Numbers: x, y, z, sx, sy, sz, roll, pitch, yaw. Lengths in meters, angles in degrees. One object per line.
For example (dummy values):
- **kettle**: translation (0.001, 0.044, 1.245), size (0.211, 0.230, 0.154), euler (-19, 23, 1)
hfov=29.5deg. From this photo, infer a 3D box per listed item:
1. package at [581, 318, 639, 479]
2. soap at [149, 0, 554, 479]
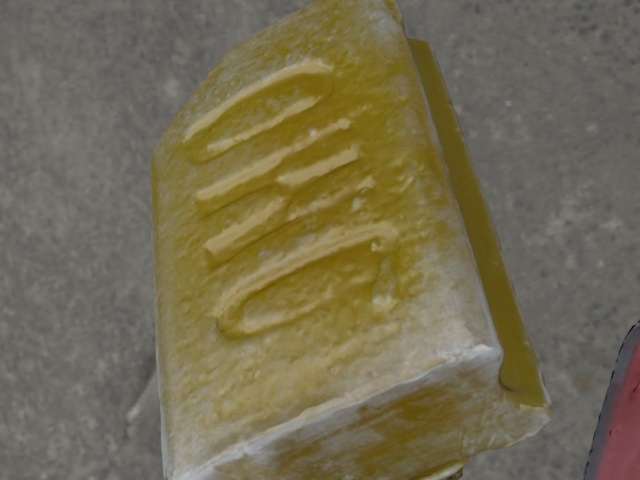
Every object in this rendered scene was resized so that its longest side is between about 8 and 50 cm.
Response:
- **package**: translation (0.204, 0.125, 0.417), size (0.239, 0.030, 0.154), euler (15, 94, 6)
- **soap**: translation (0.000, 0.000, 0.518), size (0.140, 0.073, 0.232), euler (-25, 44, 15)
